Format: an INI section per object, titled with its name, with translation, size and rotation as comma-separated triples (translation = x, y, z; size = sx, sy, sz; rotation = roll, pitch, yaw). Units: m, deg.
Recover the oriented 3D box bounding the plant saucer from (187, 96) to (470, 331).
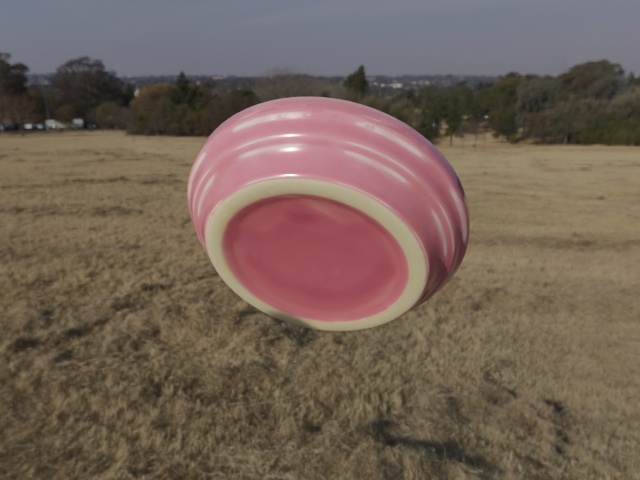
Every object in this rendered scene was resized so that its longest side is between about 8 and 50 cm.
[plant saucer]
translation = 0.000, 0.000, 0.621
size = 0.331, 0.332, 0.084
rotation = 2, 46, 15
